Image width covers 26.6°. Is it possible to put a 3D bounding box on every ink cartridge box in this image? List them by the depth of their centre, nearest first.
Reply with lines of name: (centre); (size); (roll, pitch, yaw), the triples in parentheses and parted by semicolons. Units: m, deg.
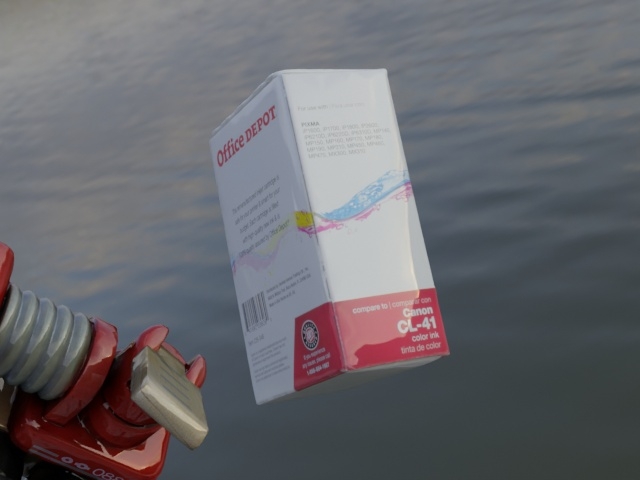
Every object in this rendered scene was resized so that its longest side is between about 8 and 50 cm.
ink cartridge box: (0.000, 0.000, 1.406); (0.131, 0.306, 0.226); (-5, -12, -26)

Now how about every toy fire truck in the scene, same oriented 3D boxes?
toy fire truck: (-0.163, 0.075, 0.784); (0.246, 0.217, 0.158); (-39, 32, 42)
